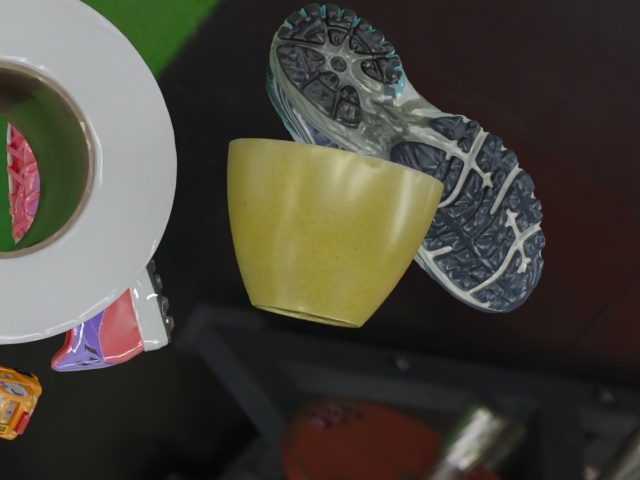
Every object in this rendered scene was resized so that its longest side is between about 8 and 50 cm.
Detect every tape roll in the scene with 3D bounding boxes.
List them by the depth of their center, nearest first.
[{"bbox_3d":[-0.238,-0.048,1.245,0.246,0.169,0.246,1,86,-20],"label":"tape roll"}]

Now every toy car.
[{"bbox_3d":[-0.191,0.116,0.940,0.122,0.040,0.060,-52,140,-8],"label":"toy car"}]

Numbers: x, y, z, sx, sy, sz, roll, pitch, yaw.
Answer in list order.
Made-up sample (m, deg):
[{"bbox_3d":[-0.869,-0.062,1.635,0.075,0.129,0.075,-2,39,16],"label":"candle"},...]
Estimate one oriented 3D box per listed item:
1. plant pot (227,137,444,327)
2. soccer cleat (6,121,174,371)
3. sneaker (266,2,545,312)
[{"bbox_3d":[0.000,0.000,1.093,0.134,0.134,0.095,18,81,-44],"label":"plant pot"},{"bbox_3d":[-0.233,-0.039,1.591,0.116,0.108,0.318,-21,94,-9],"label":"soccer cleat"},{"bbox_3d":[0.064,-0.058,1.411,0.110,0.283,0.122,-38,177,-21],"label":"sneaker"}]
